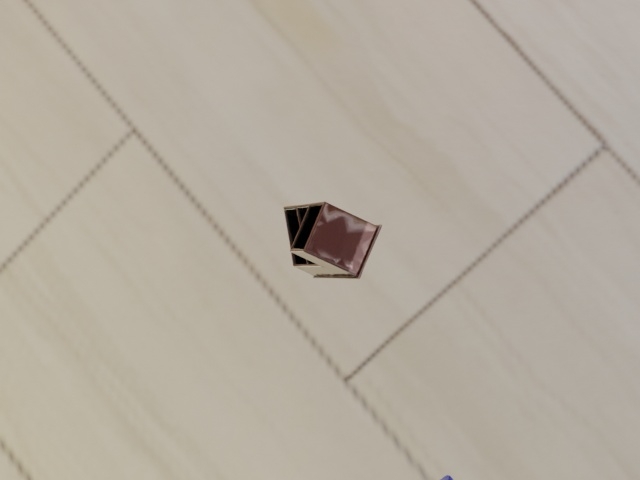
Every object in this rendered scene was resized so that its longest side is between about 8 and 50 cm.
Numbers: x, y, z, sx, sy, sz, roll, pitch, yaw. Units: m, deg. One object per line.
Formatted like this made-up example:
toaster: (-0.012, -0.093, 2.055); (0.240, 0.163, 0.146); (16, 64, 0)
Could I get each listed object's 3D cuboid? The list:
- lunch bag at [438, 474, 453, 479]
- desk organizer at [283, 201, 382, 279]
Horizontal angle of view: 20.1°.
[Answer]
lunch bag: (0.044, 0.345, 1.531); (0.221, 0.293, 0.138); (-39, 87, 13)
desk organizer: (0.000, 0.000, 1.449); (0.050, 0.130, 0.047); (25, 83, -14)
